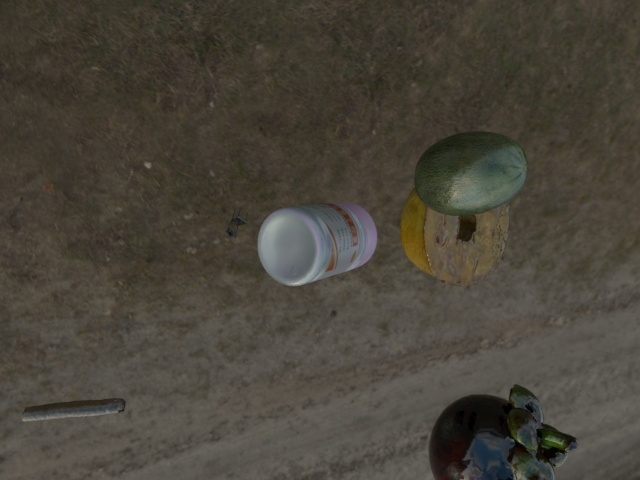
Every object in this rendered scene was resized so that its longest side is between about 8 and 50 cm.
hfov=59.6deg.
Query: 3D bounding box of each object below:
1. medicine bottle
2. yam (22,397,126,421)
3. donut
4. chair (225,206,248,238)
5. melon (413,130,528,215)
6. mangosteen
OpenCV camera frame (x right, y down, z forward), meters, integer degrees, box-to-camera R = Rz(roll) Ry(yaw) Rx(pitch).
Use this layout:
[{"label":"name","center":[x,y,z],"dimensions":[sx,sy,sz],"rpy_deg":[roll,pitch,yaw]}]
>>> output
[{"label":"medicine bottle","center":[0.000,0.000,1.502],"dimensions":[0.316,0.202,0.202],"rpy_deg":[-13,126,-59]},{"label":"yam","center":[-0.653,0.450,1.486],"dimensions":[0.264,0.046,0.046],"rpy_deg":[-6,122,-2]},{"label":"donut","center":[0.288,-0.032,1.219],"dimensions":[0.278,0.108,0.277],"rpy_deg":[-2,93,-35]},{"label":"chair","center":[-0.234,-0.051,1.585],"dimensions":[0.037,0.042,0.086],"rpy_deg":[37,53,-36]},{"label":"melon","center":[0.199,-0.090,0.766],"dimensions":[0.114,0.167,0.114],"rpy_deg":[11,74,-44]},{"label":"mangosteen","center":[0.408,0.503,1.311],"dimensions":[0.311,0.311,0.311],"rpy_deg":[-16,123,-26]}]
